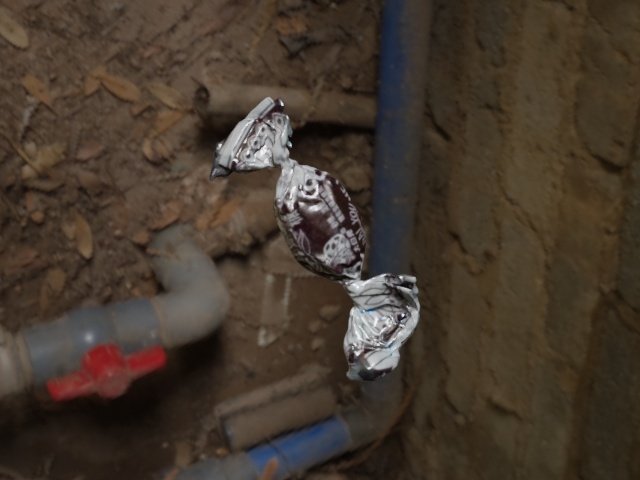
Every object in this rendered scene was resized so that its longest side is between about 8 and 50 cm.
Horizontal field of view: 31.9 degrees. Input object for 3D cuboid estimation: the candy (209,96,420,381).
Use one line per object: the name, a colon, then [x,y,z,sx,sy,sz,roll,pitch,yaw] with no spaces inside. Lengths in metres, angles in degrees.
candy: [0.000,0.000,0.847,0.094,0.051,0.226,-32,95,-11]
